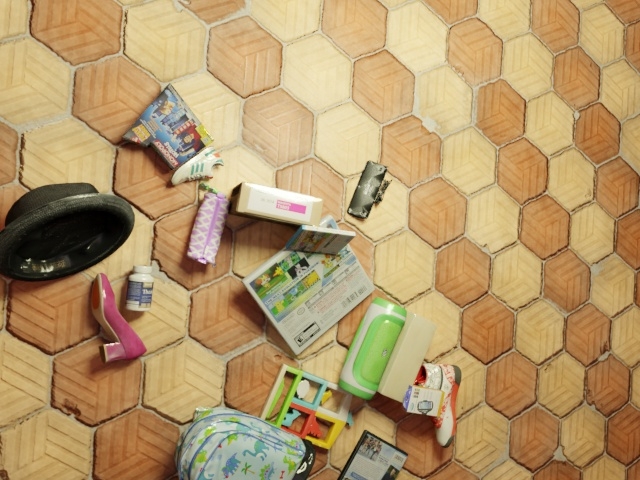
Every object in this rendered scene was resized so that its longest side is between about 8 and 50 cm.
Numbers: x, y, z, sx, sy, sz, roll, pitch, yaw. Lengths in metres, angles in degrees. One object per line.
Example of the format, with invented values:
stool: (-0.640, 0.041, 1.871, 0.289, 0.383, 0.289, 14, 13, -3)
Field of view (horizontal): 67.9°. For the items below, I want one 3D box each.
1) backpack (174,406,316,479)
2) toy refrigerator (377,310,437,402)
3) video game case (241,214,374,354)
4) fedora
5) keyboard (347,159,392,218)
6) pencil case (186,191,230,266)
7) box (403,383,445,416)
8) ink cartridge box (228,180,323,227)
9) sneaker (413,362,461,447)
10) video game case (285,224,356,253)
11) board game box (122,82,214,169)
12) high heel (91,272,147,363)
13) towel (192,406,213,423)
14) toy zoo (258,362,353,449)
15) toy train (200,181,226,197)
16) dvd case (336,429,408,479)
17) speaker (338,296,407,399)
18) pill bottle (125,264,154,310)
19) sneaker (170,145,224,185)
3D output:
backpack: (-0.221, 0.613, 1.300, 0.355, 0.273, 0.290, 39, 81, -7)
toy refrigerator: (0.263, 0.368, 1.531, 0.102, 0.094, 0.269, 28, 82, -23)
video game case: (-0.026, 0.135, 1.435, 0.329, 0.036, 0.300, -38, 114, -14)
fedora: (-0.648, -0.045, 1.181, 0.334, 0.334, 0.152, -30, 68, -16)
keyboard: (0.163, -0.156, 1.537, 0.100, 0.038, 0.192, 22, 84, 7)
pencil case: (-0.317, -0.033, 1.347, 0.086, 0.088, 0.206, 14, 85, -14)
box: (0.320, 0.502, 1.492, 0.136, 0.028, 0.081, 15, 87, -15)
ink cartridge box: (-0.131, -0.096, 1.351, 0.234, 0.193, 0.088, 12, 87, -18)
sneaker: (0.371, 0.538, 1.568, 0.145, 0.090, 0.270, 10, 87, -13)
video game case: (0.000, 0.000, 1.342, 0.166, 0.119, 0.015, 7, 59, -27)
board game box: (-0.435, -0.299, 1.324, 0.194, 0.060, 0.194, -39, 101, -13)
high heel: (-0.545, 0.205, 1.292, 0.117, 0.082, 0.244, -5, 77, -46)
towel: (-0.319, 0.565, 1.378, 0.113, 0.023, 0.152, 12, 86, -17)
toy zoo: (-0.025, 0.519, 1.468, 0.293, 0.030, 0.192, 27, 82, -16)
toy train: (-0.311, -0.146, 1.382, 0.083, 0.023, 0.017, 28, 82, -15)
dvd case: (0.152, 0.761, 1.529, 0.180, 0.022, 0.253, 34, 80, -14)
speaker: (0.164, 0.333, 1.481, 0.131, 0.131, 0.297, 26, 82, -16)
pill bottle: (-0.493, 0.130, 1.300, 0.067, 0.067, 0.120, 7, 88, -18)
sneaker: (-0.347, -0.196, 1.353, 0.161, 0.057, 0.075, -42, 96, -16)
